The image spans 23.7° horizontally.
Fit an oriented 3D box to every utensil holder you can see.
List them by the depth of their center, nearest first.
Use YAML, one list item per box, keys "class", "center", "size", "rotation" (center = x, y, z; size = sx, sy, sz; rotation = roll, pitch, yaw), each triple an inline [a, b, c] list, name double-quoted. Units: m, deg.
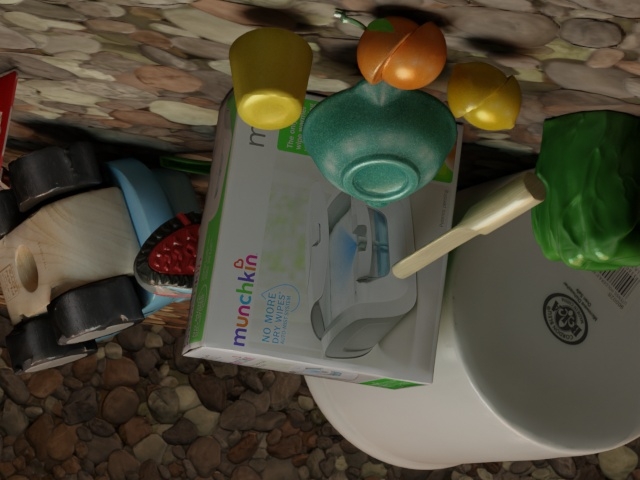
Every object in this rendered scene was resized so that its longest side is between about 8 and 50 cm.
- class: "utensil holder"
  center: [0.191, 0.096, 1.731]
  size: [0.327, 0.328, 0.385]
  rotation: [11, 169, -20]

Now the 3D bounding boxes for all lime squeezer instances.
- class: "lime squeezer"
  center: [-0.093, -0.063, 1.693]
  size: [0.110, 0.059, 0.310]
  rotation: [3, -162, -19]

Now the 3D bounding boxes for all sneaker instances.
- class: "sneaker"
  center: [-0.116, 0.037, 1.721]
  size: [0.262, 0.104, 0.125]
  rotation: [-12, 150, -50]

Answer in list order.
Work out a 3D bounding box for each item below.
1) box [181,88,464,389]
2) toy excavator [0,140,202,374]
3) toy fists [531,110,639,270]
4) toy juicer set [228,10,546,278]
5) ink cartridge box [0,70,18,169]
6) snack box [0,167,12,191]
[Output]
- class: "box"
  center: [0.000, 0.000, 1.501]
  size: [0.231, 0.262, 0.127]
  rotation: [11, 169, -14]
- class: "toy excavator"
  center: [-0.220, 0.018, 1.972]
  size: [0.445, 0.222, 0.433]
  rotation: [-12, 170, -34]
- class: "toy fists"
  center: [0.298, -0.041, 1.360]
  size: [0.096, 0.142, 0.279]
  rotation: [18, 167, -37]
- class: "toy juicer set"
  center: [0.084, -0.095, 1.305]
  size: [0.209, 0.089, 0.329]
  rotation: [-17, 142, 24]
- class: "ink cartridge box"
  center: [-0.404, -0.109, 1.576]
  size: [0.078, 0.134, 0.231]
  rotation: [16, 167, -36]
- class: "snack box"
  center: [-0.454, -0.077, 2.141]
  size: [0.064, 0.022, 0.178]
  rotation: [8, 171, 5]
